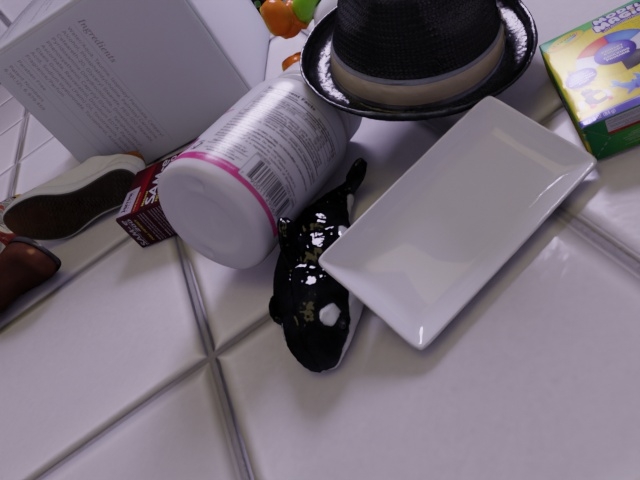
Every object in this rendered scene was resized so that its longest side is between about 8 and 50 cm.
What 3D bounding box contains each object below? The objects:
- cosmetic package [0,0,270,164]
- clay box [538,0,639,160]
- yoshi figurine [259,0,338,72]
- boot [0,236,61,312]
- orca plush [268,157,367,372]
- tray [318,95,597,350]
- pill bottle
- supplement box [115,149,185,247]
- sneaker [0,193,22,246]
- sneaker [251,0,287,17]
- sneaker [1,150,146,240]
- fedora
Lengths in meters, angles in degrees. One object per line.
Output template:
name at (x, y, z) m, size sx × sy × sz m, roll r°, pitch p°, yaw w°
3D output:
cosmetic package at (-0.355, -0.385, 1.248) m, size 0.393 × 0.327 × 0.330 m, roll -23°, pitch 38°, yaw 19°
clay box at (0.326, -0.191, 0.694) m, size 0.127 × 0.053 × 0.222 m, roll -23°, pitch 38°, yaw 21°
yoshi figurine at (0.084, -0.386, 1.019) m, size 0.362 × 0.203 × 0.203 m, roll -20°, pitch 53°, yaw 18°
boot at (-0.574, 0.134, 1.040) m, size 0.264 × 0.096 × 0.281 m, roll -10°, pitch 44°, yaw 31°
orca plush at (0.000, 0.000, 0.706) m, size 0.151 × 0.102 × 0.287 m, roll -6°, pitch 45°, yaw 35°
tray at (0.141, -0.024, 0.647) m, size 0.270 × 0.030 × 0.145 m, roll -44°, pitch 61°, yaw -11°
pill bottle at (-0.065, -0.111, 0.824) m, size 0.160 × 0.160 × 0.283 m, roll -1°, pitch 39°, yaw 39°
supplement box at (-0.197, -0.088, 0.997) m, size 0.239 × 0.073 × 0.130 m, roll -20°, pitch 39°, yaw 23°
sneaker at (-0.633, -0.046, 1.299) m, size 0.092 × 0.088 × 0.225 m, roll -42°, pitch 36°, yaw -11°
sneaker at (-0.115, -0.578, 1.486) m, size 0.281 × 0.107 × 0.162 m, roll 8°, pitch 40°, yaw 43°
sneaker at (-0.458, -0.089, 1.202) m, size 0.290 × 0.106 × 0.123 m, roll -18°, pitch 33°, yaw 8°
fedora at (0.113, -0.297, 0.769) m, size 0.333 × 0.153 × 0.334 m, roll -7°, pitch 46°, yaw 7°
